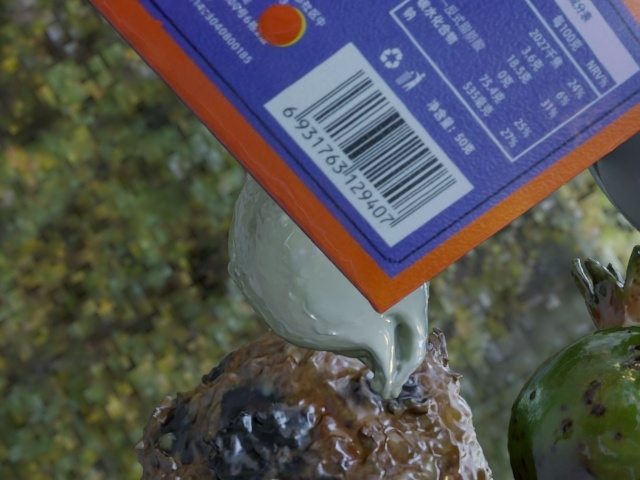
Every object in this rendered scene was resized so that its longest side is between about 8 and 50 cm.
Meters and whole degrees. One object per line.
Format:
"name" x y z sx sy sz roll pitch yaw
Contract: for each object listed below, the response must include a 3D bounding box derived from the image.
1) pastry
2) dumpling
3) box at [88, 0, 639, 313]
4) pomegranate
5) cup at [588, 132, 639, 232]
"pastry" 0.001 0.240 1.908 0.292 0.405 0.337 20 76 -61
"dumpling" 0.000 0.000 1.421 0.258 0.147 0.193 65 -16 -7
"box" 0.008 -0.211 1.109 0.349 0.257 0.318 48 14 -30
"pomegranate" 0.275 0.144 1.710 0.231 0.231 0.286 56 35 -86
"cup" 0.401 -0.149 1.549 0.253 0.371 0.253 35 -23 17
